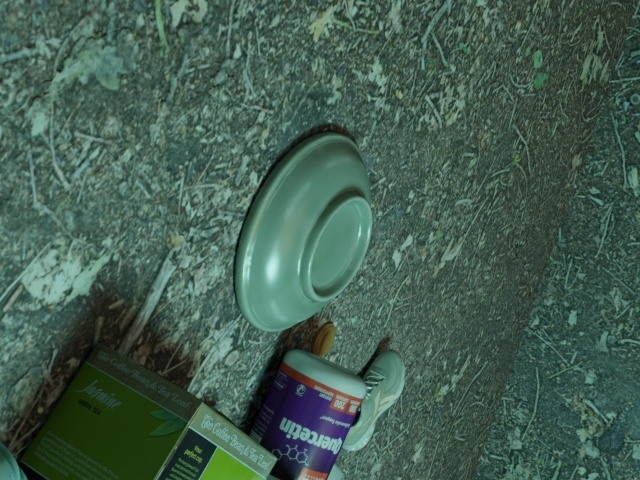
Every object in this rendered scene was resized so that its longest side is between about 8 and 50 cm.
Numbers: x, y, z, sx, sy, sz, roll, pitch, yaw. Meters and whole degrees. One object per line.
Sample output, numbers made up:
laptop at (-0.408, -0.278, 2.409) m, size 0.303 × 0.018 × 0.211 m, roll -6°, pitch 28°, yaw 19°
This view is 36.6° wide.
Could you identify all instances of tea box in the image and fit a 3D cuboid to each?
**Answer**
tea box at (-0.277, 0.385, 1.485) m, size 0.323 × 0.220 × 0.329 m, roll -58°, pitch 151°, yaw -15°

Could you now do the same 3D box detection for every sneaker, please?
sneaker at (0.111, 0.369, 2.292) m, size 0.262 × 0.099 × 0.121 m, roll -61°, pitch 148°, yaw -12°

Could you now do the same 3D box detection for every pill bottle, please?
pill bottle at (-0.047, 0.392, 1.935) m, size 0.181 × 0.181 × 0.323 m, roll 27°, pitch 86°, yaw -62°

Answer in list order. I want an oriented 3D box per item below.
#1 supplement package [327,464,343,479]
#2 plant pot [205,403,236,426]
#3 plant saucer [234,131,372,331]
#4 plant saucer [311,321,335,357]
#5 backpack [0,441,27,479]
supplement package at (-0.047, 0.556, 2.141) m, size 0.179 × 0.105 × 0.105 m, roll -56°, pitch 150°, yaw -19°
plant pot at (-0.204, 0.352, 1.751) m, size 0.079 × 0.083 × 0.083 m, roll -55°, pitch 152°, yaw 2°
plant saucer at (0.000, 0.000, 1.811) m, size 0.400 × 0.100 × 0.400 m, roll -39°, pitch 141°, yaw -41°
plant saucer at (0.009, 0.216, 2.079) m, size 0.083 × 0.013 × 0.083 m, roll -41°, pitch 144°, yaw -40°
backpack at (-0.448, 0.320, 1.193) m, size 0.144 × 0.166 × 0.188 m, roll -15°, pitch 127°, yaw -58°
